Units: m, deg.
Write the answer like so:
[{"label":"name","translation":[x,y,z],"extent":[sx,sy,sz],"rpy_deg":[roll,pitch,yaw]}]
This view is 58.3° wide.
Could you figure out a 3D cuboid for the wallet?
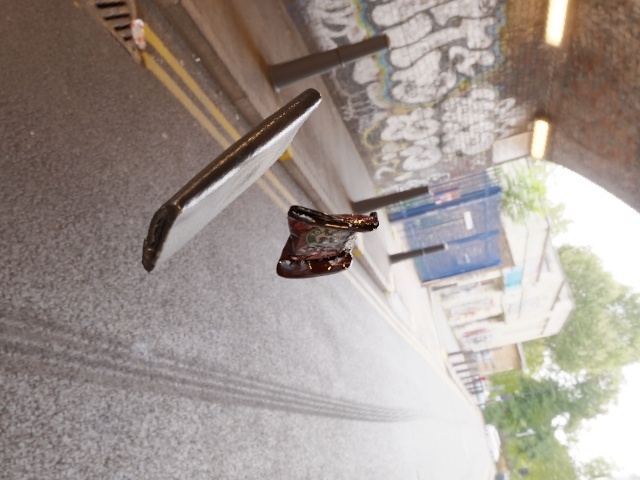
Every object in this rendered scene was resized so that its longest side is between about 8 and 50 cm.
[{"label":"wallet","translation":[-0.123,-0.093,0.793],"extent":[0.044,0.170,0.321],"rpy_deg":[43,51,-2]}]

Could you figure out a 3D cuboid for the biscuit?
[{"label":"biscuit","translation":[0.006,0.001,1.009],"extent":[0.235,0.151,0.063],"rpy_deg":[114,-30,-64]}]
